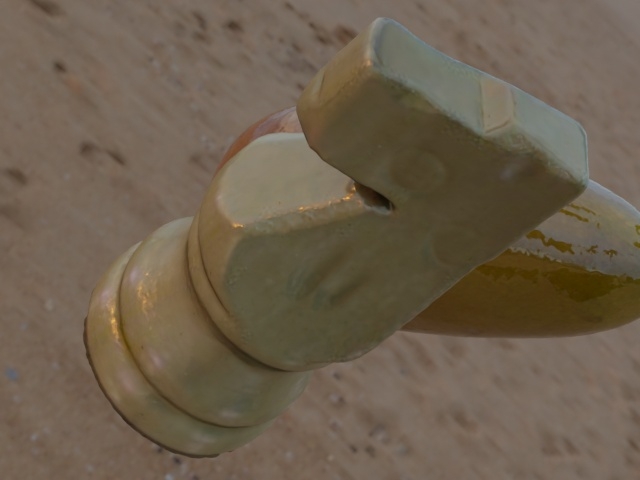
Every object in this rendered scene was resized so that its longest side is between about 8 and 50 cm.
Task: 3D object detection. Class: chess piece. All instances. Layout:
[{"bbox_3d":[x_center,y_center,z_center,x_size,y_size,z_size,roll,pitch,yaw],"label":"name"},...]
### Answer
[{"bbox_3d":[0.000,0.000,0.504,0.090,0.200,0.090,20,52,-28],"label":"chess piece"}]

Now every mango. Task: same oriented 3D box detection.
[{"bbox_3d":[0.056,-0.008,0.748,0.253,0.113,0.138,12,-22,19],"label":"mango"}]
